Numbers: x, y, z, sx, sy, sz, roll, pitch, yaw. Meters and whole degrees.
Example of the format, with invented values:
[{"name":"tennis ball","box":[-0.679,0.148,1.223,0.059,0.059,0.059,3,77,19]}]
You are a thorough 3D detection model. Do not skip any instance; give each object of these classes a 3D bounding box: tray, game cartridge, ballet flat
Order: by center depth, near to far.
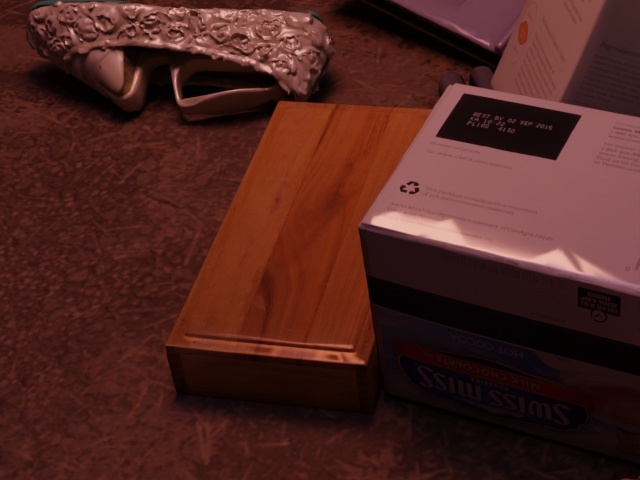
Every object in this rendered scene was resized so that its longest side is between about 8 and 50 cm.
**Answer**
[{"name":"tray","box":[0.000,0.000,1.591,0.203,0.076,0.411,4,42,15]},{"name":"ballet flat","box":[-0.188,-0.223,1.855,0.409,0.147,0.147,3,41,14]},{"name":"game cartridge","box":[0.196,-0.353,1.901,0.355,0.068,0.230,31,75,26]}]

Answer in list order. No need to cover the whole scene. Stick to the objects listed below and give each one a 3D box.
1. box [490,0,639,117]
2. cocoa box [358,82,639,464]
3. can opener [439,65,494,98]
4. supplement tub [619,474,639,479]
[{"name":"box","box":[0.331,-0.242,1.565,0.168,0.345,0.215,13,31,-13]},{"name":"cocoa box","box":[0.243,0.034,1.383,0.347,0.228,0.231,14,46,24]},{"name":"can opener","box":[0.197,-0.113,1.670,0.076,0.095,0.283,-12,45,-5]},{"name":"supplement tub","box":[0.383,0.222,1.163,0.316,0.193,0.193,-15,40,-7]}]
